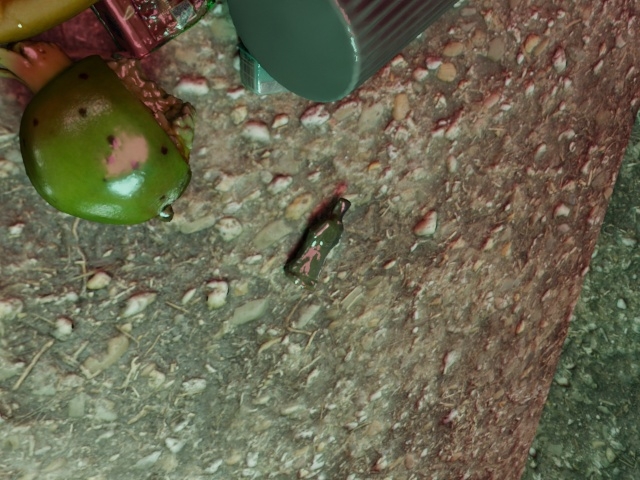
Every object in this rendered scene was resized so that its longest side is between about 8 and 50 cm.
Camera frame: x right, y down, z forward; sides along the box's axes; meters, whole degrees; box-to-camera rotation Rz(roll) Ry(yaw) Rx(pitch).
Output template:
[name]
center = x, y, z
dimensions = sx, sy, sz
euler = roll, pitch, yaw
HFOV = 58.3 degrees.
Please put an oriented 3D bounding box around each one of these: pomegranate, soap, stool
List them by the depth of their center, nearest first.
[soap]
center = -0.280, -0.427, 0.835
dimensions = 0.218, 0.098, 0.273
euler = -38, 129, -14
[pomegranate]
center = -0.333, -0.164, 0.843
dimensions = 0.340, 0.260, 0.260
euler = 41, 86, -12
[stool]
center = 0.051, -0.412, 0.903
dimensions = 0.330, 0.297, 0.297
euler = -50, 133, -24

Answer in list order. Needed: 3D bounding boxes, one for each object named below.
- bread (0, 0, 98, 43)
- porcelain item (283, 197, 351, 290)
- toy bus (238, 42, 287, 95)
[bread]
center = -0.434, -0.396, 0.663
dimensions = 0.336, 0.148, 0.328
euler = -21, 127, 8
[porcelain item]
center = 0.000, 0.000, 1.268
dimensions = 0.081, 0.069, 0.216
euler = 25, 98, -29
[toy bus]
center = -0.023, -0.341, 1.073
dimensions = 0.261, 0.091, 0.109
euler = -15, 131, -28
